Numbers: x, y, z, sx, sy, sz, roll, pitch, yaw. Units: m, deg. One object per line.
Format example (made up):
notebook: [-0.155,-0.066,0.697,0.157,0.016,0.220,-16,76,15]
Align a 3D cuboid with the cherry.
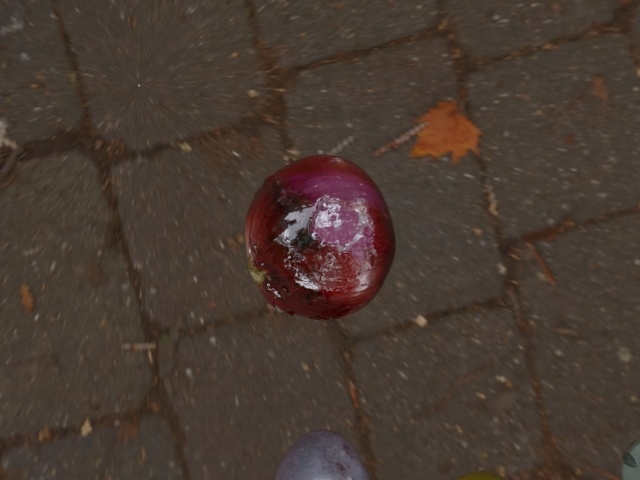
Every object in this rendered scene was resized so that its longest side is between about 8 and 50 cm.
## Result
cherry: [0.032,0.317,1.743,0.188,0.148,0.115,10,122,-12]

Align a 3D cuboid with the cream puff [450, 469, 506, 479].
cream puff: [0.102,0.344,0.974,0.291,0.257,0.324,-23,120,8]

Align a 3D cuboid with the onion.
onion: [0.000,0.000,1.059,0.131,0.131,0.131,-1,97,-7]

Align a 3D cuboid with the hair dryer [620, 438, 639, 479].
hair dryer: [0.432,0.218,1.571,0.092,0.229,0.267,24,111,1]
